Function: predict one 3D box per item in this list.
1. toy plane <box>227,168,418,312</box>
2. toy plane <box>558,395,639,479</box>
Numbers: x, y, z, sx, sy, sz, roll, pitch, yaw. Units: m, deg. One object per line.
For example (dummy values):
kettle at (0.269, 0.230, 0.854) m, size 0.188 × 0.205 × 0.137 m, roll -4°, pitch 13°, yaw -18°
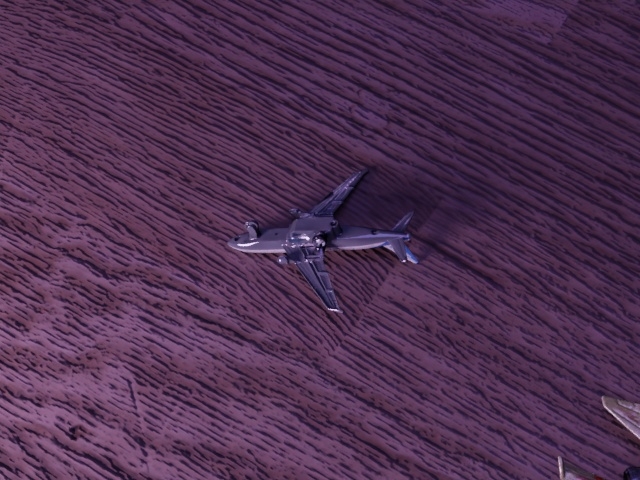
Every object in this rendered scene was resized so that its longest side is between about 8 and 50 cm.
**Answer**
toy plane at (0.001, -0.002, 1.562) m, size 0.226 × 0.058 × 0.226 m, roll 5°, pitch 47°, yaw 8°
toy plane at (0.362, 0.264, 1.370) m, size 0.229 × 0.092 × 0.244 m, roll -6°, pitch 63°, yaw 0°
